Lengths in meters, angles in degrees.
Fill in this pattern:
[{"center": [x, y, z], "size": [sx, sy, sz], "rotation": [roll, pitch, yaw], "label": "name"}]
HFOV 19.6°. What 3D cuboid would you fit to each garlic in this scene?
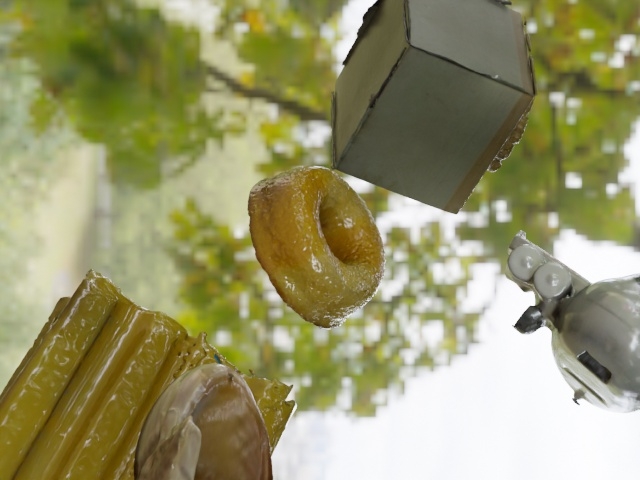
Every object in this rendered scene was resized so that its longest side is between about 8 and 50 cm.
[{"center": [-0.074, 0.157, 1.094], "size": [0.124, 0.099, 0.174], "rotation": [-24, -134, 54], "label": "garlic"}]

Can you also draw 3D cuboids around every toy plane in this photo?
[{"center": [0.249, 0.084, 1.529], "size": [0.118, 0.252, 0.252], "rotation": [-49, 177, -2], "label": "toy plane"}]

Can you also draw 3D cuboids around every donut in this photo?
[{"center": [0.000, 0.000, 1.555], "size": [0.152, 0.058, 0.152], "rotation": [42, 32, -34], "label": "donut"}]

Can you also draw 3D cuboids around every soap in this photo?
[{"center": [-0.175, 0.201, 1.349], "size": [0.324, 0.204, 0.096], "rotation": [-61, -169, -29], "label": "soap"}]

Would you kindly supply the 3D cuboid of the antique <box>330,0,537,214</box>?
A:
[{"center": [0.102, -0.131, 1.604], "size": [0.152, 0.148, 0.147], "rotation": [-58, -162, 34], "label": "antique"}]
